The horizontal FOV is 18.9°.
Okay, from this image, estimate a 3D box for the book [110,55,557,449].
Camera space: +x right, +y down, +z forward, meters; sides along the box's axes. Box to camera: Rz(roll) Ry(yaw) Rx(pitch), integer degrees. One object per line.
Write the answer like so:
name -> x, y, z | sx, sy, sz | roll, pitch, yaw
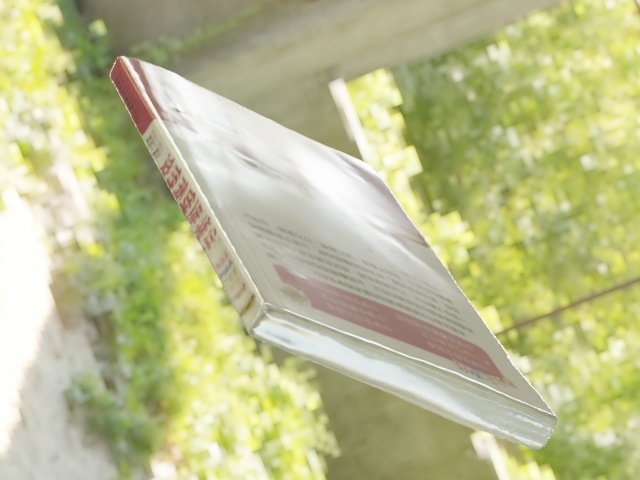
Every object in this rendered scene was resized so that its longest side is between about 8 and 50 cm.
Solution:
book -> 0.000, 0.000, 0.875 | 0.162, 0.022, 0.232 | 22, 21, -32
